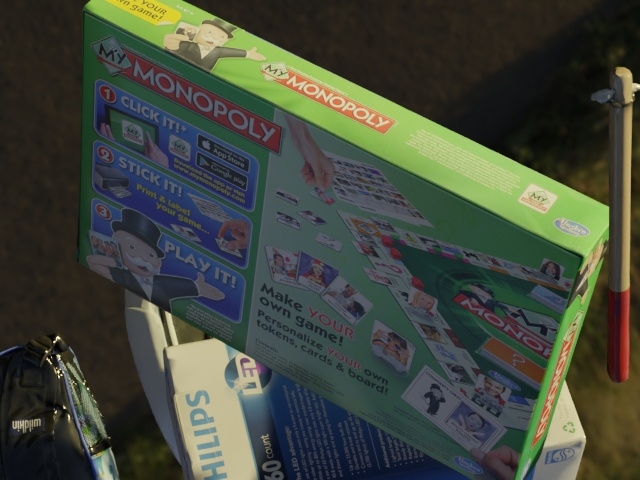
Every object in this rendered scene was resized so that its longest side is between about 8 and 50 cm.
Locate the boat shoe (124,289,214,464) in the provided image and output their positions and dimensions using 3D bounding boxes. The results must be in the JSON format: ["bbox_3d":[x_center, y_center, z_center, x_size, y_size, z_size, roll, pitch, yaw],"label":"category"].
[{"bbox_3d":[-0.076,0.020,1.477,0.119,0.335,0.121,-19,148,19],"label":"boat shoe"}]

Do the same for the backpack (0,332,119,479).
[{"bbox_3d":[-0.143,0.111,0.878,0.105,0.114,0.084,-20,176,4],"label":"backpack"}]

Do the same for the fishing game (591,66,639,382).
[{"bbox_3d":[0.211,-0.051,0.702,0.264,0.041,0.189,-20,130,-16],"label":"fishing game"}]

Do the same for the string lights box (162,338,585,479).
[{"bbox_3d":[0.033,0.121,1.293,0.260,0.133,0.076,-10,145,-8],"label":"string lights box"}]

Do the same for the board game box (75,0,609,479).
[{"bbox_3d":[0.000,0.000,1.104,0.046,0.317,0.213,-47,158,-40],"label":"board game box"}]
